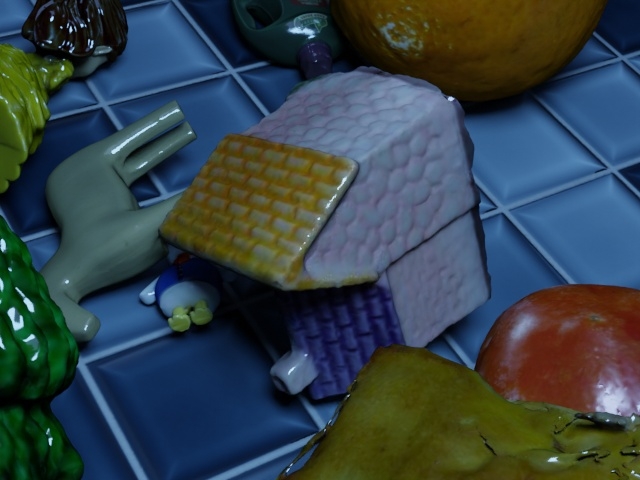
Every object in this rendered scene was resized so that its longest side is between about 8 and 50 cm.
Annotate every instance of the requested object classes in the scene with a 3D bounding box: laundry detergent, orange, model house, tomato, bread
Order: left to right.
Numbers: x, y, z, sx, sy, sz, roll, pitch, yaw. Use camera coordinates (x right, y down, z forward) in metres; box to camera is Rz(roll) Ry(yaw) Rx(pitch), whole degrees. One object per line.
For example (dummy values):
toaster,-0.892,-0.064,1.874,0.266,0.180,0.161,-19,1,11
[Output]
laundry detergent,-0.036,-0.272,1.367,0.144,0.078,0.221,-3,49,-10
model house,0.000,0.000,1.000,0.237,0.237,0.202,-35,38,-30
bread,0.085,0.214,0.751,0.324,0.167,0.277,10,58,41
orange,0.167,-0.373,1.277,0.326,0.424,0.424,-1,40,27
tomato,0.232,0.134,0.932,0.232,0.188,0.232,1,38,-1

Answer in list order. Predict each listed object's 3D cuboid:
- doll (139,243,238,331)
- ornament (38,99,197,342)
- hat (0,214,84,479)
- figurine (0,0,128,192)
doll,-0.129,0.031,1.071,0.099,0.057,0.143,-14,42,5
ornament,-0.207,-0.008,1.066,0.245,0.061,0.230,-30,45,-3
hat,-0.241,0.148,0.677,0.242,0.274,0.332,-31,87,-23
figurine,-0.315,-0.189,1.208,0.187,0.168,0.315,-14,23,32
